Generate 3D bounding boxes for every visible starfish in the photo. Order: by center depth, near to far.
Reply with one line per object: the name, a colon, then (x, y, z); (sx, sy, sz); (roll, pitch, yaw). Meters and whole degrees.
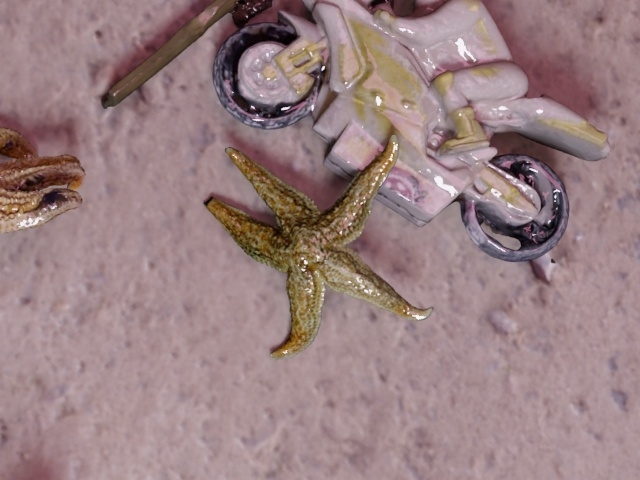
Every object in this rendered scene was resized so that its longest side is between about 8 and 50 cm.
starfish: (-0.303, -0.017, 1.255); (0.238, 0.216, 0.071); (-13, 121, 10)
starfish: (0.000, 0.000, 1.344); (0.223, 0.050, 0.217); (32, 95, 7)

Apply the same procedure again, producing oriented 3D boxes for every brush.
brush: (-0.090, -0.190, 1.391); (0.036, 0.043, 0.248); (46, 69, 3)

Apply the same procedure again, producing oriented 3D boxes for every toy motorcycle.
toy motorcycle: (0.091, -0.133, 1.401); (0.340, 0.108, 0.223); (31, 78, -1)
